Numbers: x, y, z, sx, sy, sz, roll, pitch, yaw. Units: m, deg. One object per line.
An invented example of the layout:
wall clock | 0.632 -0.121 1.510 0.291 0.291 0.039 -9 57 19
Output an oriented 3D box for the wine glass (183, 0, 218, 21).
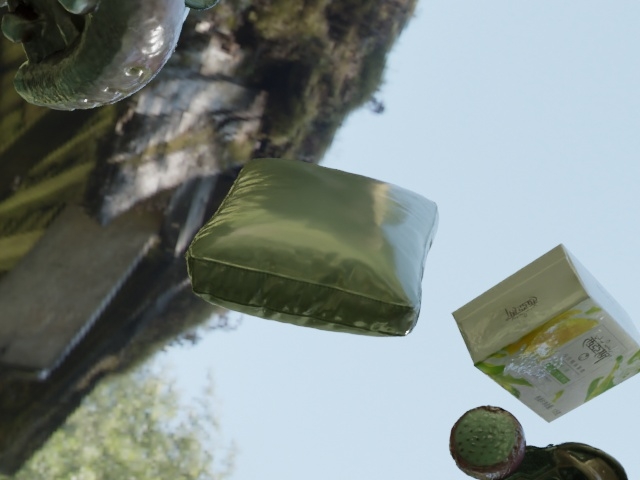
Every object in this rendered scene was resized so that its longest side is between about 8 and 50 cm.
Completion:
wine glass | -0.167 -0.259 1.223 0.155 0.073 0.073 -18 -118 60

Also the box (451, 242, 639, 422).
box | 0.344 0.143 1.664 0.194 0.260 0.111 -35 -135 18

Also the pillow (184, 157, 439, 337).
pillow | 0.000 0.000 1.263 0.322 0.255 0.120 -68 169 -67

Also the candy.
candy | 0.222 0.270 1.504 0.103 0.043 0.103 -10 -131 12

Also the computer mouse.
computer mouse | 0.310 0.402 1.621 0.389 0.115 0.199 -47 -112 42

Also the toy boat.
toy boat | -0.193 -0.172 0.841 0.227 0.085 0.155 -7 -77 48
